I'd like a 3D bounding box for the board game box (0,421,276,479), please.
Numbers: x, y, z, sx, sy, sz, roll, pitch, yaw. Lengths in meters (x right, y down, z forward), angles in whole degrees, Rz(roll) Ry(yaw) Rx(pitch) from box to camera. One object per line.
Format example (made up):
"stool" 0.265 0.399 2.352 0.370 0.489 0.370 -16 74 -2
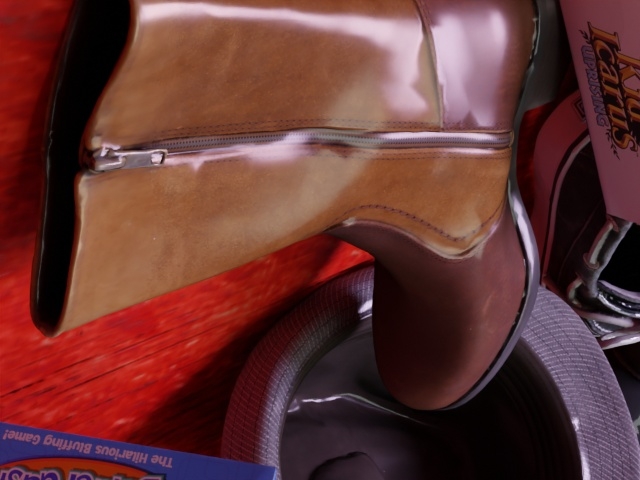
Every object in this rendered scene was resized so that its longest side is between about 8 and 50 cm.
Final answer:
"board game box" -0.100 0.160 0.618 0.210 0.160 0.047 90 10 -54

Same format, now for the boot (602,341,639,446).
"boot" 0.232 0.190 1.210 0.445 0.146 0.367 -48 153 10

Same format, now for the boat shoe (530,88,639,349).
"boat shoe" 0.204 0.013 0.855 0.113 0.105 0.306 -22 152 -5

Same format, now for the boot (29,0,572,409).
"boot" 0.000 0.000 0.591 0.280 0.096 0.264 -19 136 -44

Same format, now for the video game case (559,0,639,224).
"video game case" 0.223 -0.174 0.636 0.269 0.061 0.244 -35 123 -25

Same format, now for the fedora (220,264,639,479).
"fedora" 0.048 0.142 0.791 0.275 0.244 0.124 -18 171 -34
